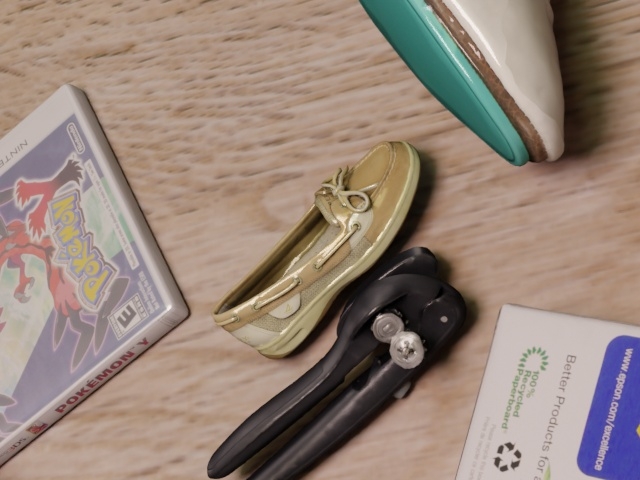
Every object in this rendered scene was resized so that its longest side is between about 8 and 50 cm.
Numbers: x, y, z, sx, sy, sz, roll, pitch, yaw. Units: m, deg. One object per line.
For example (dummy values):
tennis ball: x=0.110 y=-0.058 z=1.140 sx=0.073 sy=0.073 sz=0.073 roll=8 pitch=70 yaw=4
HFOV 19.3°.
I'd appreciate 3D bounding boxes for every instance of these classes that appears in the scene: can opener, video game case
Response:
can opener: x=0.011 y=0.085 z=1.075 sx=0.059 sy=0.073 sz=0.186 roll=41 pitch=102 yaw=-3
video game case: x=-0.194 y=0.024 z=1.237 sx=0.183 sy=0.023 sz=0.201 roll=-38 pitch=57 yaw=15

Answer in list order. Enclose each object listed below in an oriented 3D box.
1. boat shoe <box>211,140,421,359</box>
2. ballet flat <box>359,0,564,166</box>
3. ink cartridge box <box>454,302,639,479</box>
boat shoe: x=-0.001 y=0.000 z=1.100 sx=0.153 sy=0.048 sz=0.056 roll=-50 pitch=30 yaw=12
ballet flat: x=0.045 y=-0.204 z=1.118 sx=0.139 sy=0.139 sz=0.400 roll=-49 pitch=54 yaw=8
ink cartridge box: x=0.233 y=0.146 z=0.898 sx=0.371 sy=0.069 sz=0.176 roll=9 pitch=77 yaw=37
